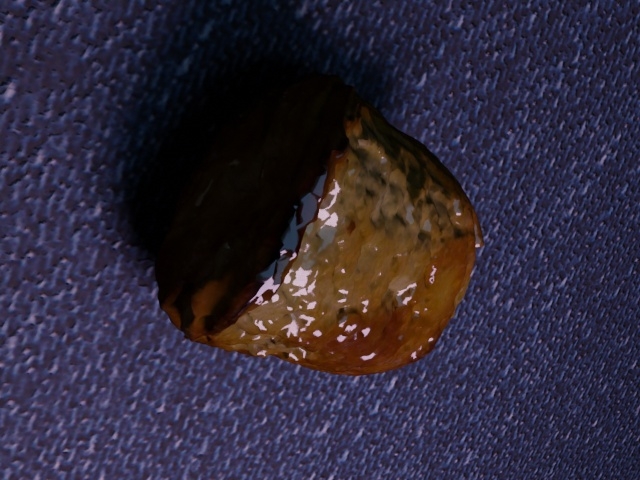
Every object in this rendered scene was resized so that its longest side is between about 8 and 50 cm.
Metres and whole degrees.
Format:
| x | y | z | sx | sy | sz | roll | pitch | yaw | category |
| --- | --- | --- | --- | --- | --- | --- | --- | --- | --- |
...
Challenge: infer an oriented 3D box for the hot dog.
| x | y | z | sx | sy | sz | roll | pitch | yaw | category |
| --- | --- | --- | --- | --- | --- | --- | --- | --- | --- |
| -0.003 | -0.002 | 1.076 | 0.175 | 0.114 | 0.259 | -60 | 153 | 1 | hot dog |
